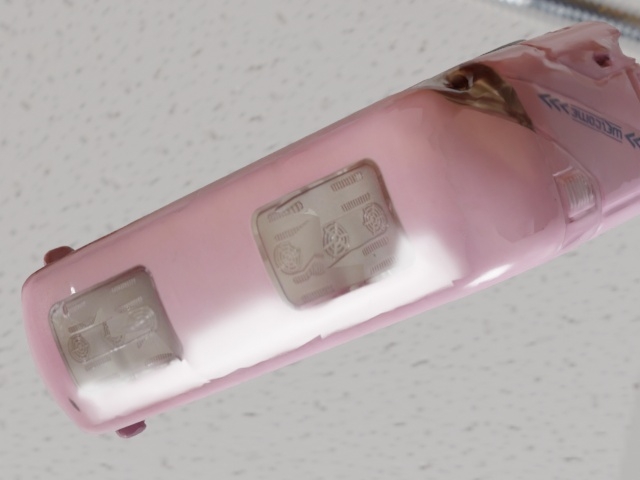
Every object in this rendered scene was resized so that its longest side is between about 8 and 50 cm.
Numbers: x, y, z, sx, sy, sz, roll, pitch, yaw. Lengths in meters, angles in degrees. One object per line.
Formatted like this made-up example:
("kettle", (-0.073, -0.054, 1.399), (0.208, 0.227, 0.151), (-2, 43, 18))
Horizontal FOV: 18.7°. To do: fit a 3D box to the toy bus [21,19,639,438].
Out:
("toy bus", (0.000, 0.000, 0.550), (0.090, 0.203, 0.063), (-23, -91, -47))
